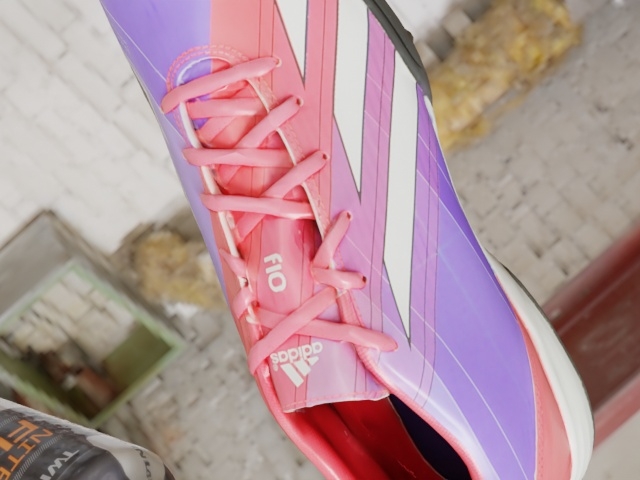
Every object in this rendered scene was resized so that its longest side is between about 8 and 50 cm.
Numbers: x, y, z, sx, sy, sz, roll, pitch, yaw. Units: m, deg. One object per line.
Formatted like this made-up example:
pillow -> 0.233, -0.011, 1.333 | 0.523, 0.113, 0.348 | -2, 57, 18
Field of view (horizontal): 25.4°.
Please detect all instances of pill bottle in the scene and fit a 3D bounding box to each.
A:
pill bottle -> -0.186, 0.190, 0.984 | 0.245, 0.130, 0.130 | 11, 159, 35

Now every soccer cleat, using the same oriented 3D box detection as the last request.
soccer cleat -> 0.000, 0.000, 0.558 | 0.318, 0.108, 0.116 | 58, -142, -12
